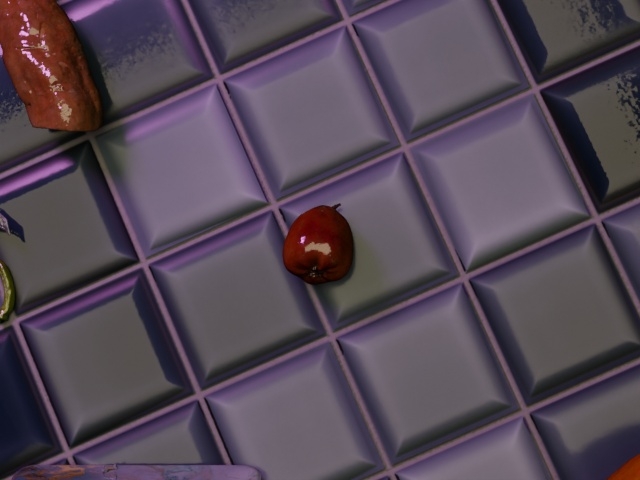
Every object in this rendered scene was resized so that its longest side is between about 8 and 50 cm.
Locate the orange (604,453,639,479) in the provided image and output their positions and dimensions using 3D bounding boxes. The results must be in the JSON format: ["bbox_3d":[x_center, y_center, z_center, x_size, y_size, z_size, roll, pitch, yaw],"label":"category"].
[{"bbox_3d":[0.432,0.393,1.342,0.423,0.326,0.424,-4,75,15],"label":"orange"}]

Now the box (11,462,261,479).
[{"bbox_3d":[-0.210,0.295,1.496,0.285,0.142,0.044,0,116,3],"label":"box"}]

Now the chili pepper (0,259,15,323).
[{"bbox_3d":[-0.372,0.055,1.592,0.030,0.017,0.083,-4,83,5],"label":"chili pepper"}]

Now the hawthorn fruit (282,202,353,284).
[{"bbox_3d":[0.000,0.000,1.549,0.081,0.081,0.093,5,54,5],"label":"hawthorn fruit"}]

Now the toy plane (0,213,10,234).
[{"bbox_3d":[-0.467,-0.056,1.593,0.225,0.058,0.226,4,80,8],"label":"toy plane"}]

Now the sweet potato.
[{"bbox_3d":[-0.330,-0.224,1.589,0.097,0.097,0.252,-27,78,0],"label":"sweet potato"}]
